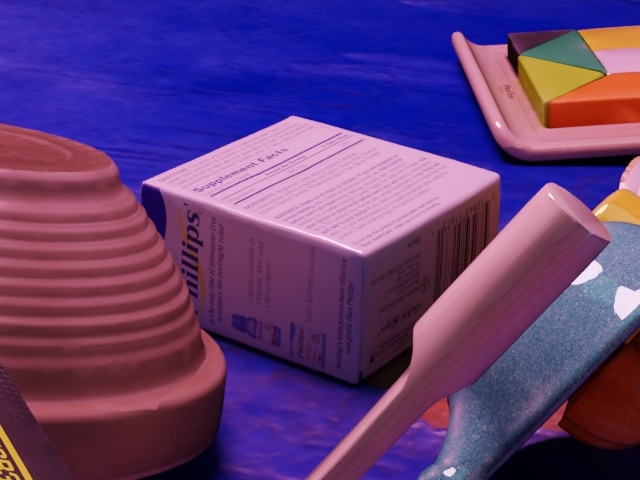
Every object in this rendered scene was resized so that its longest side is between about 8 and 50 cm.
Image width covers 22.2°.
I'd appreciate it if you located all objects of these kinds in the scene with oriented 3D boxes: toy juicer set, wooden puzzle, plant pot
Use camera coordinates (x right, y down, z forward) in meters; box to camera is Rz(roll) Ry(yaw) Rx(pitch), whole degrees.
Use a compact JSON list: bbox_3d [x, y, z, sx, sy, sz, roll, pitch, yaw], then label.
[{"bbox_3d":[0.121,0.023,0.643,0.089,0.209,0.329,45,39,11],"label":"toy juicer set"},{"bbox_3d":[0.221,-0.112,1.131,0.238,0.044,0.221,0,24,-4],"label":"wooden puzzle"},{"bbox_3d":[-0.150,0.011,0.681,0.237,0.110,0.237,11,11,-2],"label":"plant pot"}]

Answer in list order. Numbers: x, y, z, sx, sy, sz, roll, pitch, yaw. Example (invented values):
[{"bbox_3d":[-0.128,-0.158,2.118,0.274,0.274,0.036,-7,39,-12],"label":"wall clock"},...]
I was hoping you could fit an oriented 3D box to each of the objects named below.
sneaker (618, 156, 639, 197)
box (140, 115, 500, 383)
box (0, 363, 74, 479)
[{"bbox_3d":[0.223,-0.028,0.928,0.084,0.069,0.185,20,35,18],"label":"sneaker"},{"bbox_3d":[0.000,0.000,0.828,0.137,0.072,0.126,19,29,32],"label":"box"},{"bbox_3d":[-0.126,0.114,0.418,0.045,0.191,0.184,13,14,-34],"label":"box"}]
